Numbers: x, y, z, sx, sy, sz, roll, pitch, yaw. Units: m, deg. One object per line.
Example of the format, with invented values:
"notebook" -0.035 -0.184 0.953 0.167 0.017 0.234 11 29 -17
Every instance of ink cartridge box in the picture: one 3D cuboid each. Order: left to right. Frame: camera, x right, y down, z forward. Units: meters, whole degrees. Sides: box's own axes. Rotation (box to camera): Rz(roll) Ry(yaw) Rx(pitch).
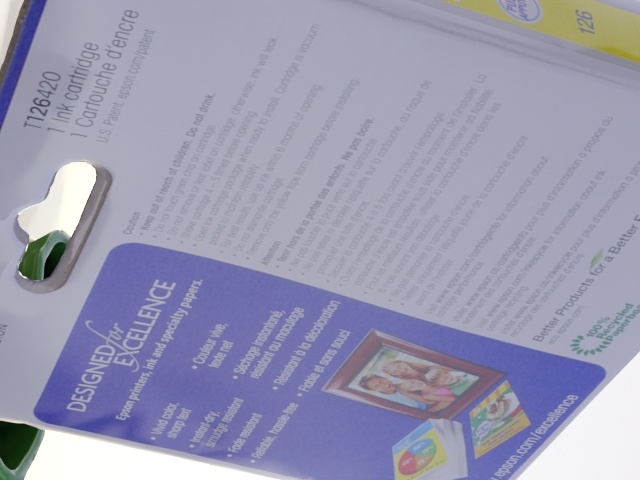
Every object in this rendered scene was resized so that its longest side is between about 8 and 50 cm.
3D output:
"ink cartridge box" 0.000 0.000 0.636 0.303 0.307 0.072 123 -24 -45

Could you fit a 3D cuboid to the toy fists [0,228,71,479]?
"toy fists" -0.278 0.088 1.125 0.279 0.142 0.096 -83 154 -51
